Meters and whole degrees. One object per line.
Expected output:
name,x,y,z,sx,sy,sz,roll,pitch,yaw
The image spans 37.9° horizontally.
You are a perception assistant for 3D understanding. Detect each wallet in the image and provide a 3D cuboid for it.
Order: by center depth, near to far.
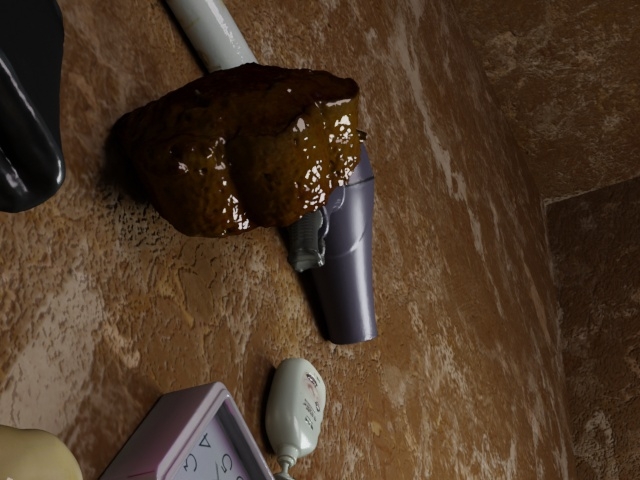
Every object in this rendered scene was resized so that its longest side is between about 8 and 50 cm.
wallet,-0.231,-0.174,0.565,0.228,0.062,0.406,56,1,-27

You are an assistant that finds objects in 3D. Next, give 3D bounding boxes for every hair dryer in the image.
hair dryer,0.000,0.000,1.059,0.361,0.121,0.301,-48,129,-78

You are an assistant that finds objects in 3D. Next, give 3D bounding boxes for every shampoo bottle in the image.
shampoo bottle,-0.031,0.198,0.990,0.077,0.045,0.152,60,26,-28

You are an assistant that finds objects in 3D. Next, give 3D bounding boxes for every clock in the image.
clock,-0.091,0.238,0.792,0.197,0.063,0.150,65,23,-15

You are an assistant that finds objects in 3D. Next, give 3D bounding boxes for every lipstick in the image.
lipstick,-0.126,-0.243,1.087,0.264,0.059,0.059,60,25,-29

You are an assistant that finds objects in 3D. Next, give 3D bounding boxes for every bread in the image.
bread,-0.070,-0.097,0.896,0.247,0.232,0.135,-72,149,-67

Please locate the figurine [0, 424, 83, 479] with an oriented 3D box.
figurine,-0.190,0.206,0.540,0.114,0.108,0.196,-3,82,-45
